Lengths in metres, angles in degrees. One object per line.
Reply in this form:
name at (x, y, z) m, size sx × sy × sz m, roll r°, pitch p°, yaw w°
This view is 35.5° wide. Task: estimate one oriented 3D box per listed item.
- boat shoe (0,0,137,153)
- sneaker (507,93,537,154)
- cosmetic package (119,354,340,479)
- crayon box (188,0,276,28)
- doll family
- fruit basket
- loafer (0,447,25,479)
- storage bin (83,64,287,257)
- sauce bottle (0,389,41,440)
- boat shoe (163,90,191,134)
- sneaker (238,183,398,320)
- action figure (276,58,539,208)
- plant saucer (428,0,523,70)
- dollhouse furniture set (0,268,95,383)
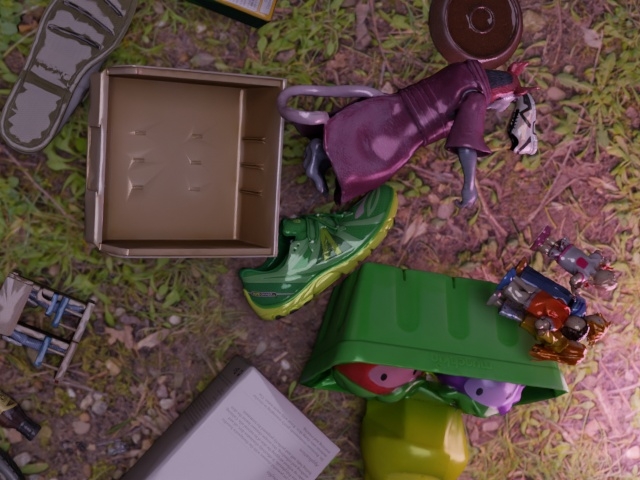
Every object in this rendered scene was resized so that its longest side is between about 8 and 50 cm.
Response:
boat shoe at (-0.372, -0.265, 1.453) m, size 0.113 × 0.103 × 0.302 m, roll 34°, pitch 83°, yaw -15°
sneaker at (0.334, -0.196, 1.664) m, size 0.044 × 0.040 × 0.109 m, roll -6°, pitch 92°, yaw -12°
cosmetic package at (-0.172, 0.372, 1.494) m, size 0.365 × 0.155 × 0.197 m, roll -45°, pitch 100°, yaw -8°
crayon box at (-0.201, -0.473, 1.494) m, size 0.323 × 0.083 × 0.203 m, roll 18°, pitch 87°, yaw -18°
doll family at (0.345, 0.098, 1.467) m, size 0.163 × 0.263 × 0.118 m, roll 37°, pitch 126°, yaw 12°
fruit basket at (0.159, 0.249, 1.534) m, size 0.392 × 0.283 × 0.392 m, roll 5°, pitch 73°, yaw -15°
loafer at (-0.451, 0.414, 1.456) m, size 0.087 × 0.094 × 0.251 m, roll -27°, pitch 98°, yaw -16°
storage bin at (-0.197, -0.113, 1.447) m, size 0.260 × 0.123 × 0.262 m, roll 0°, pitch 97°, yaw -32°
sauce bottle at (-0.471, 0.248, 1.476) m, size 0.128 × 0.042 × 0.042 m, roll 41°, pitch 82°, yaw -14°
boat shoe at (-0.239, -0.170, 1.518) m, size 0.043 × 0.049 × 0.137 m, roll 43°, pitch 84°, yaw -15°
sneaker at (0.000, 0.000, 1.550) m, size 0.295 × 0.109 × 0.123 m, roll -39°, pitch 100°, yaw -11°
action figure at (0.140, -0.196, 1.491) m, size 0.370 × 0.248 × 0.276 m, roll -27°, pitch 122°, yaw 3°
plant saucer at (0.262, -0.363, 1.648) m, size 0.168 × 0.029 × 0.168 m, roll 0°, pitch 91°, yaw -13°
dollhouse furniture set at (-0.404, 0.128, 1.414) m, size 0.129 × 0.184 × 0.129 m, roll 24°, pitch 86°, yaw -13°
